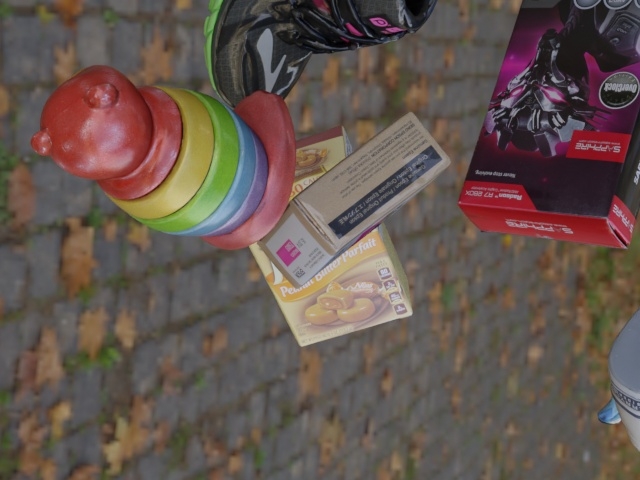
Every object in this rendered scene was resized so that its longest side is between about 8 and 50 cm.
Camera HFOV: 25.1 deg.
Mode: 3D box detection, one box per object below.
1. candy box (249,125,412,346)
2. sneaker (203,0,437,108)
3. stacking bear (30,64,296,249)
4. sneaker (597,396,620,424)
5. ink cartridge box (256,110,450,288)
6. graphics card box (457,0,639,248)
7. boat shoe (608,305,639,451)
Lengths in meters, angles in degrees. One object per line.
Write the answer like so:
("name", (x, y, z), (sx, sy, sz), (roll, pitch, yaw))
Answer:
("candy box", (0.000, 0.000, 2.087), (0.087, 0.183, 0.316), (-96, 165, -50))
("sneaker", (0.024, -0.310, 1.765), (0.185, 0.483, 0.202), (-6, 57, -48))
("stacking bear", (-0.169, -0.096, 1.485), (0.289, 0.175, 0.164), (21, 45, -53))
("sneaker", (0.421, 0.177, 1.956), (0.162, 0.073, 0.063), (-58, 175, 5))
("ink cartridge box", (0.037, -0.046, 1.803), (0.193, 0.088, 0.235), (-39, 178, -18))
("graphics card box", (0.352, -0.183, 1.966), (0.094, 0.233, 0.371), (39, 66, -49))
("boat shoe", (0.411, 0.077, 1.403), (0.367, 0.136, 0.156), (-47, 139, -29))
